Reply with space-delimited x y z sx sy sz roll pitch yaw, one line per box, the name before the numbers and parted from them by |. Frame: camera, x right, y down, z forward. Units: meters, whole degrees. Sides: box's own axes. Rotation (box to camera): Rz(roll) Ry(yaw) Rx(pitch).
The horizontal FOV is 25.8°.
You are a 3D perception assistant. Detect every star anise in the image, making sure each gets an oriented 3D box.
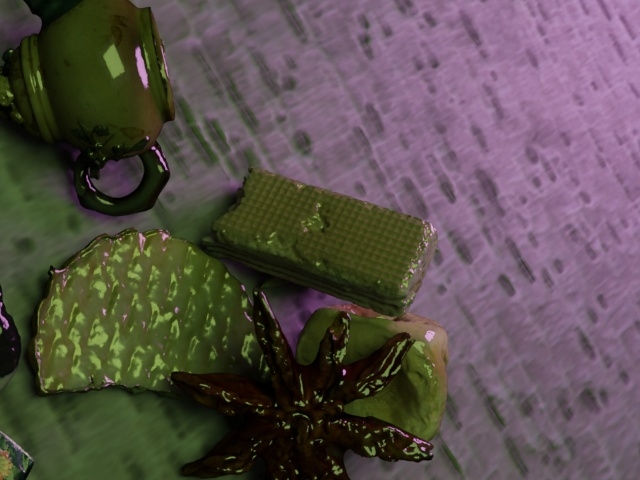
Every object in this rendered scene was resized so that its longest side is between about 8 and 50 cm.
star anise | -0.016 0.177 1.425 0.288 0.088 0.288 -1 101 -7

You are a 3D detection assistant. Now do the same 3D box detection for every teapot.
teapot | -0.245 -0.149 1.423 0.183 0.173 0.269 -12 107 -2

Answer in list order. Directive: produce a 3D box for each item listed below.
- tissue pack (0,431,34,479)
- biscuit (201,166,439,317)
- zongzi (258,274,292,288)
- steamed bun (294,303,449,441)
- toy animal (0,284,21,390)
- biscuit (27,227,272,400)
tissue pack | -0.338 0.247 1.240 0.090 0.103 0.170 39 55 -8
biscuit | 0.000 0.000 1.504 0.239 0.062 0.108 18 57 17
zongzi | -0.029 -0.001 1.573 0.113 0.052 0.104 -9 71 -23
steamed bun | 0.075 0.131 1.540 0.155 0.172 0.140 -32 134 -61
toy animal | -0.375 0.126 1.269 0.225 0.094 0.121 -36 104 -38
biscuit | -0.174 0.077 1.450 0.274 0.036 0.187 8 70 -31
